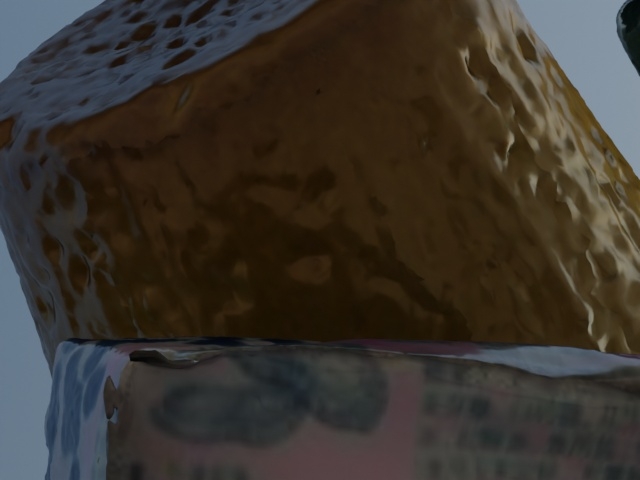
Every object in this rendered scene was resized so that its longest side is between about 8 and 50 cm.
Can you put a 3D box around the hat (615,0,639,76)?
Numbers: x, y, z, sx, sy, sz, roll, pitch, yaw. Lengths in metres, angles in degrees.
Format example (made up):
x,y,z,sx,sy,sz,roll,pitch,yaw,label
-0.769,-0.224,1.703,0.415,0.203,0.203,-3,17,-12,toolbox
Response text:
x,y,z,sx,sy,sz,roll,pitch,yaw,label
0.178,-0.053,0.743,0.078,0.191,0.138,-40,-83,-30,hat

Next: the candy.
x,y,z,sx,sy,sz,roll,pitch,yaw,label
0.021,0.057,0.412,0.160,0.092,0.073,3,-90,-10,candy

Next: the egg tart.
x,y,z,sx,sy,sz,roll,pitch,yaw,label
0.000,0.000,0.572,0.215,0.215,0.171,-33,-68,-18,egg tart
